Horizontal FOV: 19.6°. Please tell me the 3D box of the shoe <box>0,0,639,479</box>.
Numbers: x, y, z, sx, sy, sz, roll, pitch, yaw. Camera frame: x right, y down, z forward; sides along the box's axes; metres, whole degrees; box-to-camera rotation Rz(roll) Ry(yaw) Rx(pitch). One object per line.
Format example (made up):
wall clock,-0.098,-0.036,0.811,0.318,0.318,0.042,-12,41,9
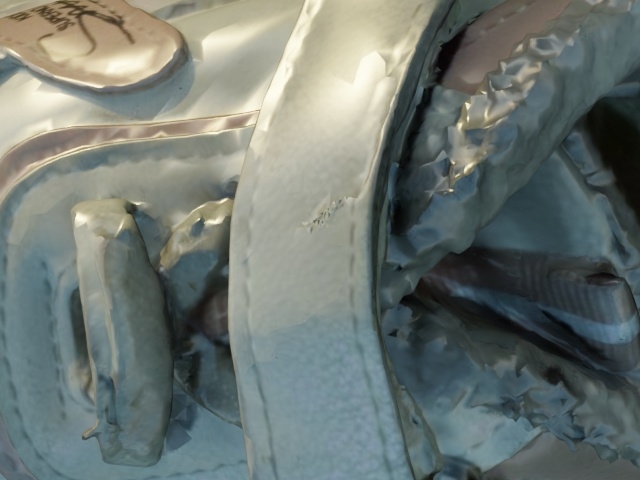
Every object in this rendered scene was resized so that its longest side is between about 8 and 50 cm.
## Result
shoe,-0.002,-0.003,0.482,0.351,0.198,0.172,-18,100,-5
